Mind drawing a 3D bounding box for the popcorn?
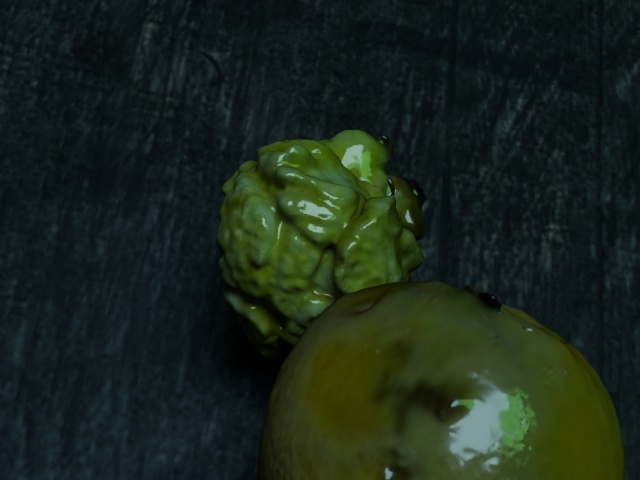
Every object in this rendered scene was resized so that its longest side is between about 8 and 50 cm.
[{"bbox_3d":[-0.006,-0.006,1.077,0.168,0.173,0.195,50,28,-32],"label":"popcorn"}]

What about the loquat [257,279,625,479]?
[{"bbox_3d":[0.071,0.147,0.935,0.244,0.244,0.244,7,49,-9],"label":"loquat"}]
